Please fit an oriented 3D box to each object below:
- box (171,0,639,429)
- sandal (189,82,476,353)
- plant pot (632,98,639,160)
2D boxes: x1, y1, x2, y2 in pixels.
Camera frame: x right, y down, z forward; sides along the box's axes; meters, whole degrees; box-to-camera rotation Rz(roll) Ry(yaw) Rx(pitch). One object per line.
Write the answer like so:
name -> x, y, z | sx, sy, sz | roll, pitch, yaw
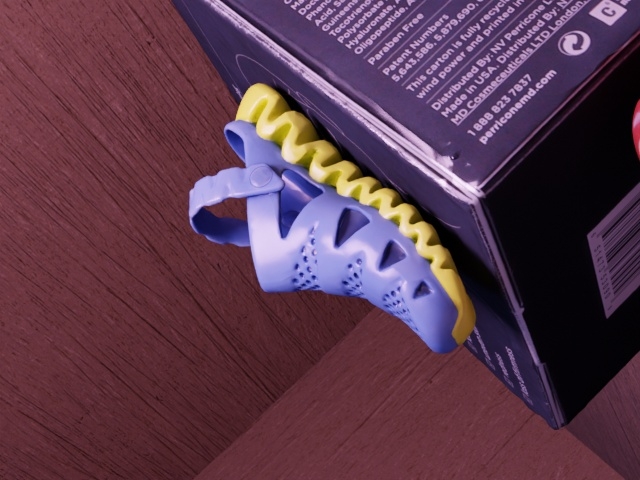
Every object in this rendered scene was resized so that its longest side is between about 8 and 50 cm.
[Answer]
box -> 0.137, -0.134, 1.040 | 0.472, 0.297, 0.480 | 41, 171, 34
sandal -> 0.000, 0.000, 0.876 | 0.317, 0.138, 0.126 | 40, 168, 36
plant pot -> 0.320, -0.084, 0.693 | 0.191, 0.174, 0.191 | 49, 175, 5
